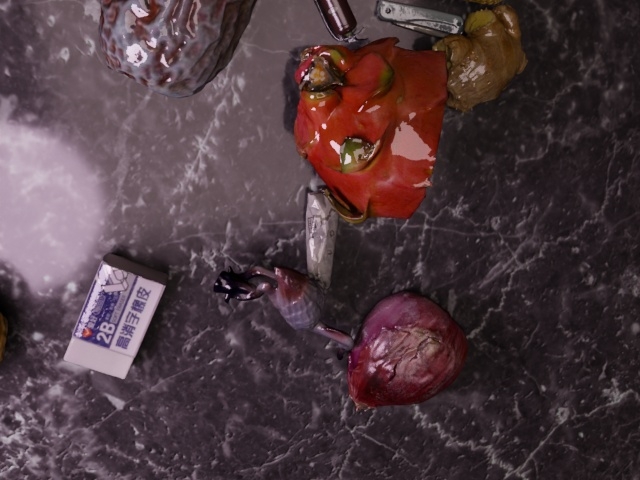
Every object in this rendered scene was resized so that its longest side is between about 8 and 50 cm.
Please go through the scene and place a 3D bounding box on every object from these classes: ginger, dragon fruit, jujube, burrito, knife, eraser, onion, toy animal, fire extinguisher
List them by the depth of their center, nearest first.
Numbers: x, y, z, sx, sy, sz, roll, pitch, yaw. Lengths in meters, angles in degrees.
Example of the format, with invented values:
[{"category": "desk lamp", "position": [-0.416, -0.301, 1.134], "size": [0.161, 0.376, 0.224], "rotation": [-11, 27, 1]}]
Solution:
[{"category": "jujube", "position": [-0.219, -0.381, 1.008], "size": [0.226, 0.226, 0.317], "rotation": [26, 107, -14]}, {"category": "dragon fruit", "position": [0.061, -0.186, 1.062], "size": [0.225, 0.305, 0.305], "rotation": [7, 105, -9]}, {"category": "fire extinguisher", "position": [0.023, -0.407, 1.111], "size": [0.064, 0.043, 0.158], "rotation": [-17, 110, 30]}, {"category": "ginger", "position": [0.269, -0.306, 1.133], "size": [0.216, 0.102, 0.157], "rotation": [-31, 129, -13]}, {"category": "knife", "position": [0.178, -0.389, 1.146], "size": [0.162, 0.023, 0.044], "rotation": [8, 109, -10]}, {"category": "toy animal", "position": [-0.036, 0.122, 1.202], "size": [0.324, 0.195, 0.090], "rotation": [31, 62, -18]}, {"category": "eraser", "position": [-0.381, 0.142, 1.210], "size": [0.124, 0.068, 0.210], "rotation": [22, 103, -15]}, {"category": "burrito", "position": [-0.001, 0.000, 1.222], "size": [0.064, 0.064, 0.203], "rotation": [4, 105, -8]}, {"category": "onion", "position": [0.163, 0.251, 1.286], "size": [0.227, 0.120, 0.283], "rotation": [37, 99, -11]}]

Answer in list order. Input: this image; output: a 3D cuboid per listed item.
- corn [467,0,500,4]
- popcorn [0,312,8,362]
[{"category": "corn", "position": [0.184, -0.474, 1.070], "size": [0.305, 0.123, 0.122], "rotation": [11, 104, -11]}, {"category": "popcorn", "position": [-0.687, 0.179, 1.128], "size": [0.250, 0.190, 0.250], "rotation": [-4, 119, -8]}]
